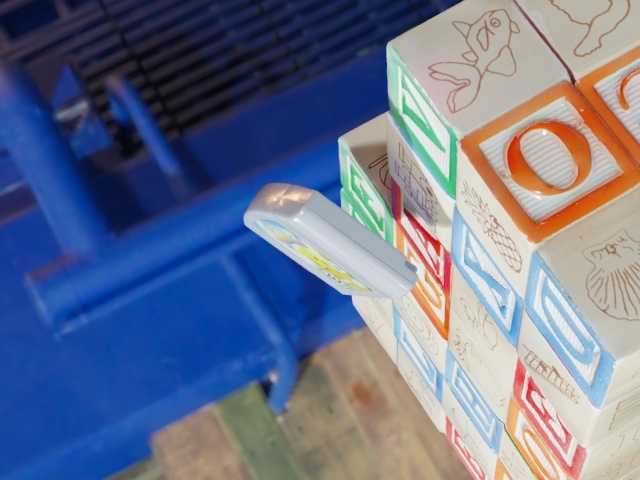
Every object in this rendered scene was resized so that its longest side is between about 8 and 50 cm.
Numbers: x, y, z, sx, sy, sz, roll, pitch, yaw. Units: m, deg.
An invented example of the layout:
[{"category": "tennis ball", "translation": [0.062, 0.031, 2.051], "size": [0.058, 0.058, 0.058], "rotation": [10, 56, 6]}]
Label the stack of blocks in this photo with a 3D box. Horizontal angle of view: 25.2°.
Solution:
[{"category": "stack of blocks", "translation": [0.086, 0.012, 0.575], "size": [0.171, 0.087, 0.297], "rotation": [56, 170, 23]}]

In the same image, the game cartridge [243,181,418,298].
[{"category": "game cartridge", "translation": [0.000, 0.000, 0.518], "size": [0.056, 0.017, 0.083], "rotation": [39, 170, -10]}]
